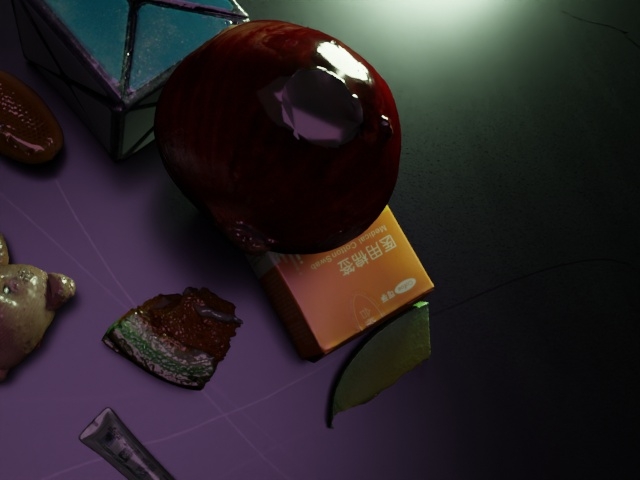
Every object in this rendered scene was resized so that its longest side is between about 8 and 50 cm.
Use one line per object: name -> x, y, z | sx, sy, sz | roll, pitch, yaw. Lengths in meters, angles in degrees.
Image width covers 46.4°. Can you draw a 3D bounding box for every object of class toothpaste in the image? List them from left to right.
toothpaste -> -0.268, 0.349, 1.133 | 0.218, 0.041, 0.064 | 43, 77, 1

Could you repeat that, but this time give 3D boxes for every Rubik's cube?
Rubik's cube -> -0.293, -0.313, 1.156 | 0.260, 0.255, 0.259 | -43, 91, -19

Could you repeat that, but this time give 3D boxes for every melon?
melon -> 0.099, 0.214, 1.265 | 0.261, 0.053, 0.114 | -42, 111, -16

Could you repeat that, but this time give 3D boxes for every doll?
doll -> -0.529, 0.058, 1.071 | 0.303, 0.156, 0.201 | 34, 73, -1

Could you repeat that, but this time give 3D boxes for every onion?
onion -> -0.041, -0.140, 1.015 | 0.341, 0.341, 0.341 | 3, 77, -14

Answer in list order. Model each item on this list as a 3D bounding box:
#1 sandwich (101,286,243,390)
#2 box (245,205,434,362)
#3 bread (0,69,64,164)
sandwich -> -0.224, 0.135, 1.154 | 0.184, 0.109, 0.160 | 28, 75, -8
box -> 0.000, 0.000, 1.226 | 0.224, 0.143, 0.341 | -28, 87, -18
bread -> -0.486, -0.190, 1.174 | 0.189, 0.077, 0.114 | 46, 51, 0
